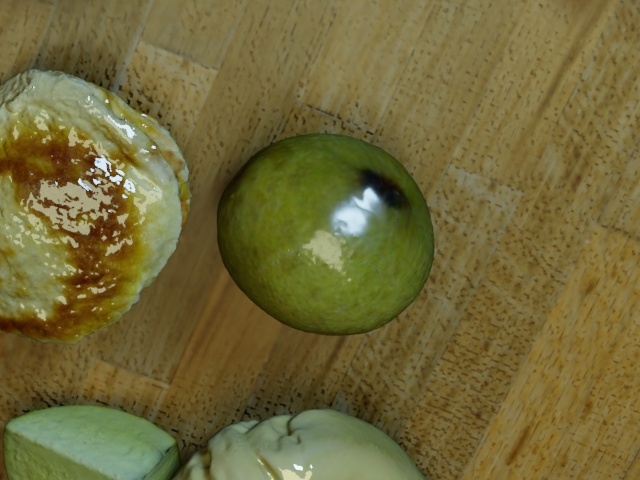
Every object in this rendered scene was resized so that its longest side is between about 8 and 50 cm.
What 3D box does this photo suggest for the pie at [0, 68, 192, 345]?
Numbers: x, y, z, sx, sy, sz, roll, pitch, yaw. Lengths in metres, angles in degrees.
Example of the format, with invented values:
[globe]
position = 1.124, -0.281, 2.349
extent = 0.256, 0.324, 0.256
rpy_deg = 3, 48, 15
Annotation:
[pie]
position = -0.194, -0.023, 1.250
extent = 0.205, 0.084, 0.179
rpy_deg = -37, 110, 14

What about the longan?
[longan]
position = 0.000, 0.000, 1.253
extent = 0.145, 0.176, 0.155
rpy_deg = -37, 89, -32

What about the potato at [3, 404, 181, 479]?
[potato]
position = -0.181, 0.195, 1.361
extent = 0.120, 0.081, 0.149
rpy_deg = 26, 128, 17

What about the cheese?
[cheese]
position = -0.017, 0.231, 1.342
extent = 0.226, 0.117, 0.214
rpy_deg = 16, 110, -31
